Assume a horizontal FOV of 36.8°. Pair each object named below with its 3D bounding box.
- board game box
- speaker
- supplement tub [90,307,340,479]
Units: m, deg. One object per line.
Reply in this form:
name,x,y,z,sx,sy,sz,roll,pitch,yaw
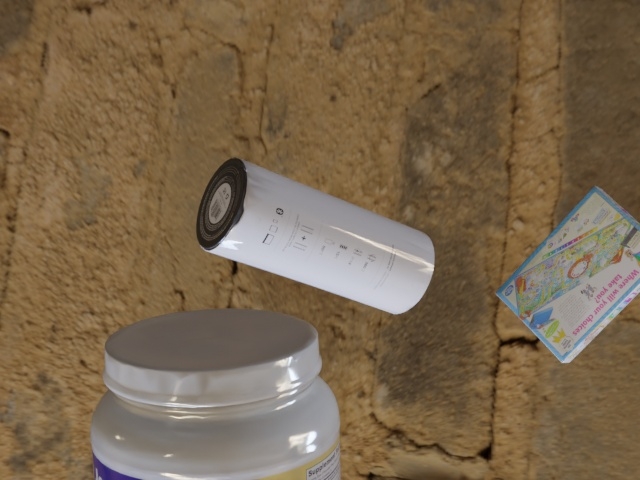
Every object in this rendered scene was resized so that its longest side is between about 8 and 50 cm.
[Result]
board game box,0.269,0.035,0.987,0.154,0.026,0.103,-50,-118,17
speaker,0.000,0.000,0.558,0.136,0.055,0.055,20,-104,-30
supplement tub,-0.099,0.252,0.945,0.241,0.241,0.331,-2,-78,-1
